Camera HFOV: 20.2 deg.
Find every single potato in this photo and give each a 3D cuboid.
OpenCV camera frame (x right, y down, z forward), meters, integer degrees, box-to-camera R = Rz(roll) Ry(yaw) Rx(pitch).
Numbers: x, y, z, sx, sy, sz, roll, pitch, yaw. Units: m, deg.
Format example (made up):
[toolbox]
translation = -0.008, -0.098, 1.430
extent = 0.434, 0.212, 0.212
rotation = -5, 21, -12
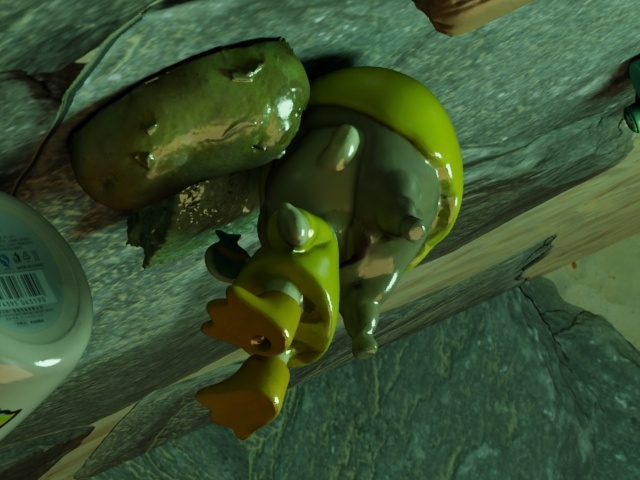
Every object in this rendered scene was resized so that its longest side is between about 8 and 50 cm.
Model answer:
[potato]
translation = -0.097, -0.080, 1.419
extent = 0.200, 0.081, 0.164
rotation = -24, 170, -3

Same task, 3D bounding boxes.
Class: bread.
[bread]
translation = -0.111, -0.034, 1.644
extent = 0.172, 0.064, 0.232
rotation = -32, 167, 16

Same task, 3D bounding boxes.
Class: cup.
[cup]
translation = -0.317, 0.061, 1.359
extent = 0.253, 0.191, 0.200
rotation = 26, 131, -35

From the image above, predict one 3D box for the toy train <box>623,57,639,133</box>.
[toy train]
translation = 0.472, -0.211, 2.130
extent = 0.248, 0.101, 0.159
rotation = -28, 156, 0

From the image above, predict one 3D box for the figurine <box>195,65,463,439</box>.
[figurine]
translation = 0.000, 0.000, 1.502
extent = 0.344, 0.187, 0.215
rotation = -60, -179, -43

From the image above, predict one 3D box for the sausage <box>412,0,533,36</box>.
[sausage]
translation = 0.194, -0.241, 1.319
extent = 0.289, 0.086, 0.086
rotation = -28, 169, 1
